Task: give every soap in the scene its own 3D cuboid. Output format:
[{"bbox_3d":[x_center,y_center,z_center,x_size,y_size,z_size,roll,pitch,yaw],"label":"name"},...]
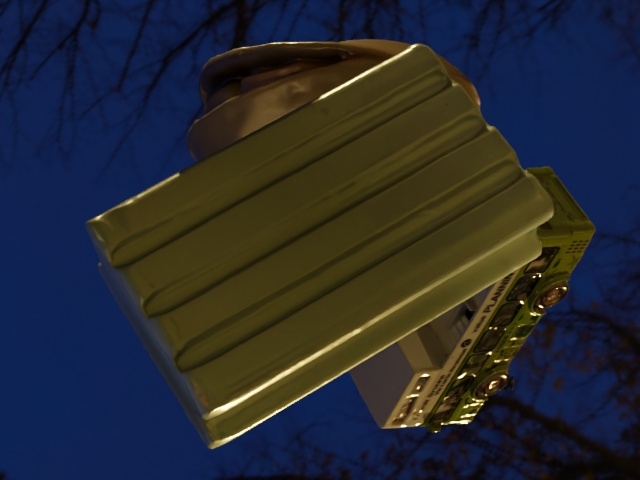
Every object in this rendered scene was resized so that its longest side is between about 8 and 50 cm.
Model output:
[{"bbox_3d":[0.000,0.000,0.876,0.265,0.087,0.160,-30,-115,-14],"label":"soap"}]

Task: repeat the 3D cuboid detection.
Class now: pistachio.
[{"bbox_3d":[0.011,-0.115,1.274,0.288,0.197,0.166,-1,-119,9],"label":"pistachio"}]

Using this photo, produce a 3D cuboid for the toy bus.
[{"bbox_3d":[0.148,0.065,1.327,0.139,0.302,0.113,-4,-133,-32],"label":"toy bus"}]
